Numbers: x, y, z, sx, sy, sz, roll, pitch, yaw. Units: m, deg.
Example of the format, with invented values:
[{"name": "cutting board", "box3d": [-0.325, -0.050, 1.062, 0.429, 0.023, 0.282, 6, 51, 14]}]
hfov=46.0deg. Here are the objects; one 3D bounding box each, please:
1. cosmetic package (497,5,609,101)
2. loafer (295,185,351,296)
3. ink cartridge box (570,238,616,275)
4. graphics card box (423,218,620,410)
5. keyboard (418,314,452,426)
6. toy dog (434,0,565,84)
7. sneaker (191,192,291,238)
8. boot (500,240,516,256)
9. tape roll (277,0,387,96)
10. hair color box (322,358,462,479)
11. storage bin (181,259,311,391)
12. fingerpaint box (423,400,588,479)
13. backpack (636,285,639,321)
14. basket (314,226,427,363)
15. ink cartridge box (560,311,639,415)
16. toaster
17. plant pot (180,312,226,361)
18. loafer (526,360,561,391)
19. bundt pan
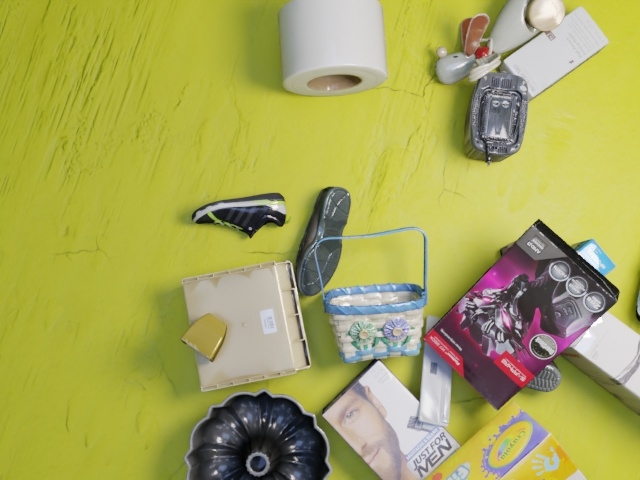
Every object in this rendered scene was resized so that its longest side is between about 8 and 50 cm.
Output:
[{"name": "cosmetic package", "box3d": [0.555, -0.441, 1.807, 0.231, 0.085, 0.117, -37, 86, -3]}, {"name": "loafer", "box3d": [0.000, 0.000, 1.793, 0.096, 0.084, 0.268, 19, 90, -29]}, {"name": "ink cartridge box", "box3d": [0.551, 0.094, 1.732, 0.203, 0.148, 0.086, -37, 86, -2]}, {"name": "graphics card box", "box3d": [0.426, 0.164, 1.631, 0.233, 0.094, 0.371, 45, 115, 11]}, {"name": "keyboard", "box3d": [0.268, 0.296, 1.732, 0.072, 0.014, 0.256, 13, 61, -6]}, {"name": "toy dog", "box3d": [0.407, -0.512, 1.759, 0.333, 0.220, 0.161, -34, 102, -7]}, {"name": "sneaker", "box3d": [-0.187, -0.050, 1.785, 0.234, 0.084, 0.097, -10, 87, 0]}, {"name": "boot", "box3d": [0.477, 0.056, 1.791, 0.087, 0.042, 0.119, -8, 86, -2]}, {"name": "tape roll", "box3d": [0.027, -0.443, 1.733, 0.246, 0.246, 0.169, -3, 85, 0]}, {"name": "hair color box", "box3d": [0.183, 0.455, 1.731, 0.185, 0.110, 0.339, -44, 85, -2]}, {"name": "storage bin", "box3d": [-0.170, 0.193, 1.748, 0.260, 0.123, 0.262, -11, 85, 0]}, {"name": "fingerpaint box", "box3d": [0.380, 0.636, 1.626, 0.445, 0.163, 0.371, -42, 111, -2]}, {"name": "backpack", "box3d": [0.848, 0.090, 1.708, 0.225, 0.191, 0.254, 17, 78, 24]}, {"name": "basket", "box3d": [0.127, 0.121, 1.708, 0.254, 0.201, 0.289, -8, 95, 1]}, {"name": "ink cartridge box", "box3d": [0.674, 0.275, 1.687, 0.283, 0.207, 0.117, 37, 86, 3]}, {"name": "toaster", "box3d": [0.405, -0.272, 1.763, 0.129, 0.146, 0.227, 6, 85, 2]}, {"name": "plant pot", "box3d": [-0.247, 0.207, 1.649, 0.081, 0.081, 0.083, 32, 75, 3]}, {"name": "loafer", "box3d": [0.435, 0.278, 1.761, 0.251, 0.087, 0.094, 22, 112, 13]}, {"name": "bundt pan", "box3d": [-0.136, 0.498, 1.722, 0.330, 0.124, 0.331, 0, 85, 2]}]
